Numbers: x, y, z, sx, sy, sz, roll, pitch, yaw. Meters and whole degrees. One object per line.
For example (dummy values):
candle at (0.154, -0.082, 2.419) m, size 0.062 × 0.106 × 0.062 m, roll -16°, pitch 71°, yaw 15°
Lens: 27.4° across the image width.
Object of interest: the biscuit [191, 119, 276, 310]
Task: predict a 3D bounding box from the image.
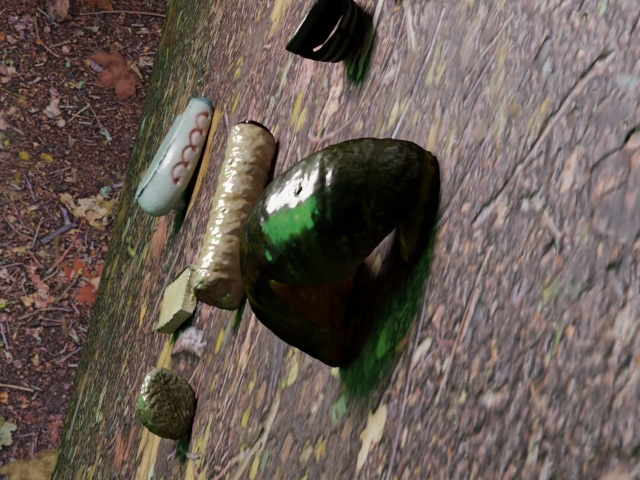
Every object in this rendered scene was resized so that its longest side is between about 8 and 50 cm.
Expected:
biscuit at (-0.091, -0.032, 1.429) m, size 0.055 × 0.061 × 0.219 m, roll -35°, pitch 37°, yaw 58°

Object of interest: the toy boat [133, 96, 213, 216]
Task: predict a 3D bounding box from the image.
toy boat at (-0.224, -0.128, 2.106) m, size 0.134 × 0.079 × 0.207 m, roll -30°, pitch 33°, yaw 60°

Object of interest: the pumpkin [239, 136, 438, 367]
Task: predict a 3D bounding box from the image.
pumpkin at (0.000, 0.000, 0.914) m, size 0.119 × 0.108 × 0.183 m, roll -80°, pitch 15°, yaw -49°

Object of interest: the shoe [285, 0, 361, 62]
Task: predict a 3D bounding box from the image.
shoe at (0.015, -0.200, 1.236) m, size 0.071 × 0.049 × 0.179 m, roll -57°, pitch -1°, yaw 14°

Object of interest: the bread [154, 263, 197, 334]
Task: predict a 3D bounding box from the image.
bread at (-0.189, 0.081, 1.757) m, size 0.154 × 0.028 × 0.068 m, roll 139°, pitch 145°, yaw -65°

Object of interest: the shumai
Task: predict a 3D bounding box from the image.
shumai at (-0.187, 0.192, 1.491) m, size 0.080 × 0.083 × 0.082 m, roll -30°, pitch 3°, yaw 44°
